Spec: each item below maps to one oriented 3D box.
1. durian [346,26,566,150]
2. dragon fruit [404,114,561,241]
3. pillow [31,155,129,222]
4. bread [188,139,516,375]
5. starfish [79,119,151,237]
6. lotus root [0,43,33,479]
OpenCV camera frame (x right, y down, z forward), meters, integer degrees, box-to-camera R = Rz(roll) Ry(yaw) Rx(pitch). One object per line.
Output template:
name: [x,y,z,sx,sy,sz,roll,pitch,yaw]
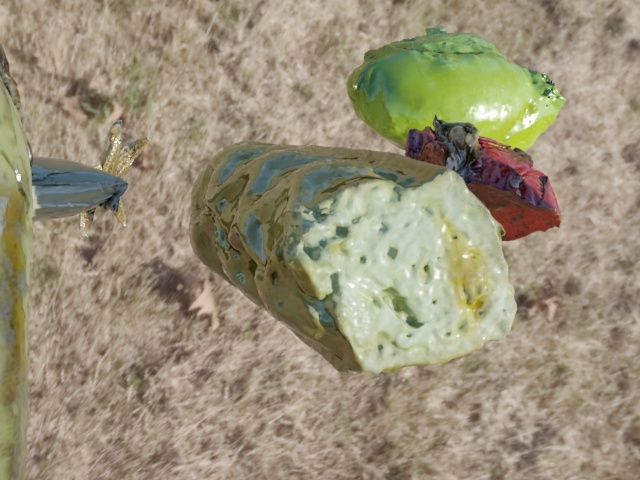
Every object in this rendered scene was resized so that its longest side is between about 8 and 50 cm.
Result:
durian: [0.208,-0.235,1.512,0.339,0.204,0.256,-19,56,-30]
dragon fruit: [0.170,-0.077,1.001,0.192,0.122,0.092,26,58,-24]
pillow: [-0.242,-0.034,0.595,0.208,0.119,0.053,1,95,-28]
bread: [0.000,0.000,0.607,0.152,0.267,0.130,37,84,-26]
starfish: [-0.420,-0.116,1.751,0.062,0.277,0.236,30,49,12]
lotus root: [-0.174,0.048,0.312,0.173,0.173,0.310,0,82,-24]
